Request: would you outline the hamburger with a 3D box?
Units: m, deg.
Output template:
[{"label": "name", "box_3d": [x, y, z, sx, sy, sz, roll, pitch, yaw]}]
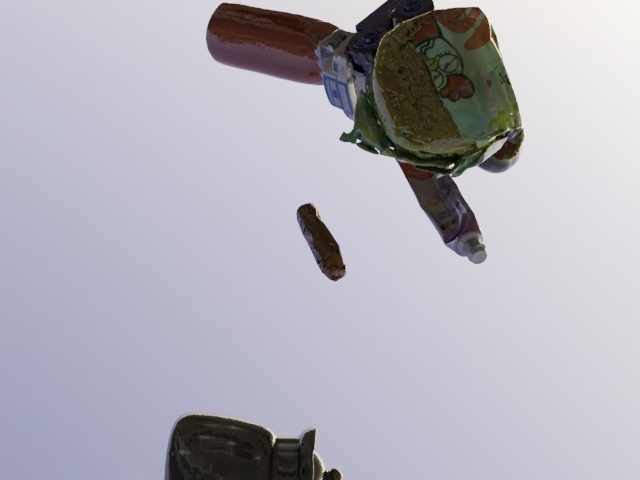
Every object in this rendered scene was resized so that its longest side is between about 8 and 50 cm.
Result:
[{"label": "hamburger", "box_3d": [0.134, -0.183, 1.245, 0.235, 0.125, 0.214, -8, -110, 3]}]

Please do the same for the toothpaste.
[{"label": "toothpaste", "box_3d": [0.207, -0.061, 1.608, 0.075, 0.048, 0.301, -29, -141, 4]}]

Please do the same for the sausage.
[{"label": "sausage", "box_3d": [-0.066, -0.326, 1.612, 0.259, 0.114, 0.113, 17, -157, 28]}]

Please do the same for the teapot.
[{"label": "teapot", "box_3d": [-0.104, 0.401, 1.571, 0.285, 0.223, 0.305, -1, -173, 1]}]

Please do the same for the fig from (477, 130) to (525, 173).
[{"label": "fig", "box_3d": [0.339, -0.214, 2.043, 0.126, 0.133, 0.184, 1, -170, -42]}]

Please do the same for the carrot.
[{"label": "carrot", "box_3d": [-0.001, 0.000, 2.319, 0.069, 0.069, 0.229, -1, -134, -30]}]

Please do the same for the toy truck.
[{"label": "toy truck", "box_3d": [0.086, -0.279, 1.467, 0.177, 0.161, 0.213, 26, -124, 38]}]
